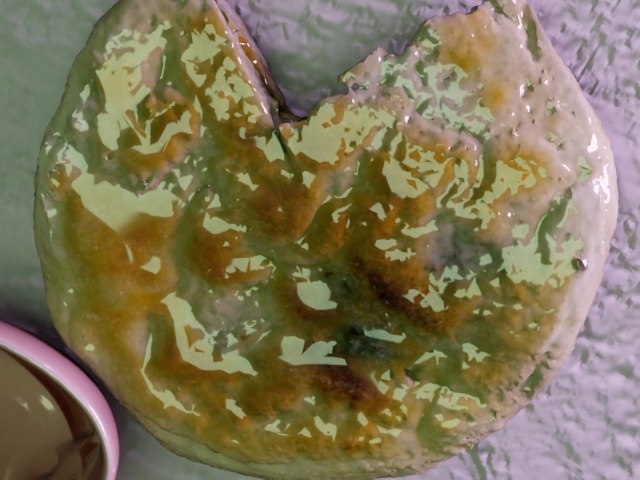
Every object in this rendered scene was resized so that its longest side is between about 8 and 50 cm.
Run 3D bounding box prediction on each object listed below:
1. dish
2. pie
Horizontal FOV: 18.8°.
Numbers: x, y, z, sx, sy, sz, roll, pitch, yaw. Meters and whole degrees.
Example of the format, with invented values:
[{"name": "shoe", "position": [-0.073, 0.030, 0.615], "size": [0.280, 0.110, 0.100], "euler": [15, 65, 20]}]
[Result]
[{"name": "dish", "position": [-0.206, 0.131, 1.141], "size": [0.213, 0.090, 0.213], "euler": [3, 105, 12]}, {"name": "pie", "position": [0.000, 0.000, 1.071], "size": [0.337, 0.075, 0.338], "euler": [3, 107, 9]}]
